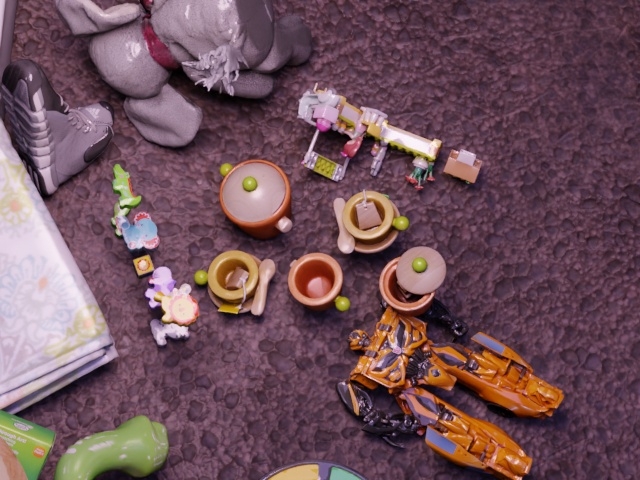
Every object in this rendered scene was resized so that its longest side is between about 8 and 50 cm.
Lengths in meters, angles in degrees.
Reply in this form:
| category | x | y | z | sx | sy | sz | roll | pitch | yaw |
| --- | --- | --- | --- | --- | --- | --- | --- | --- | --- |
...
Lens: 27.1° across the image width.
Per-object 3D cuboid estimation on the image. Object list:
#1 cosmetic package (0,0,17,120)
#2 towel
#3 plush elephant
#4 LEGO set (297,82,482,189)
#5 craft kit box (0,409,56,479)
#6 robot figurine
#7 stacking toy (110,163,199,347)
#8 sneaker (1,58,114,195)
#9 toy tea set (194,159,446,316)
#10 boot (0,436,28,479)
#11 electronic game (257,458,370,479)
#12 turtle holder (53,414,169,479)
| category | x | y | z | sx | sy | sz | roll | pitch | yaw |
| --- | --- | --- | --- | --- | --- | --- | --- | --- | --- |
| cosmetic package | -0.475 | -0.371 | 1.744 | 0.156 | 0.217 | 0.385 | 6 | 72 | -9 |
| towel | -0.475 | 0.061 | 1.683 | 0.320 | 0.090 | 0.375 | -28 | 84 | -11 |
| plush elephant | -0.192 | -0.279 | 1.773 | 0.255 | 0.272 | 0.330 | -7 | 35 | 23 |
| LEGO set | 0.078 | -0.117 | 1.835 | 0.287 | 0.132 | 0.107 | 22 | 89 | -28 |
| craft kit box | -0.480 | 0.297 | 1.585 | 0.249 | 0.061 | 0.247 | 25 | 100 | -9 |
| robot figurine | 0.168 | 0.193 | 1.775 | 0.291 | 0.085 | 0.211 | 29 | 71 | -2 |
| stacking toy | -0.217 | 0.024 | 1.707 | 0.052 | 0.167 | 0.221 | -20 | 79 | -15 |
| sneaker | -0.332 | -0.168 | 1.722 | 0.132 | 0.229 | 0.086 | -31 | 61 | -25 |
| toy tea set | 0.000 | 0.000 | 1.734 | 0.336 | 0.124 | 0.200 | 4 | 71 | 10 |
| boot | -0.418 | 0.386 | 1.525 | 0.104 | 0.211 | 0.295 | 10 | 55 | -51 |
| electronic game | -0.007 | 0.397 | 1.707 | 0.229 | 0.048 | 0.229 | 3 | 74 | -10 |
| turtle holder | -0.239 | 0.398 | 1.591 | 0.227 | 0.243 | 0.320 | 6 | 36 | -31 |
